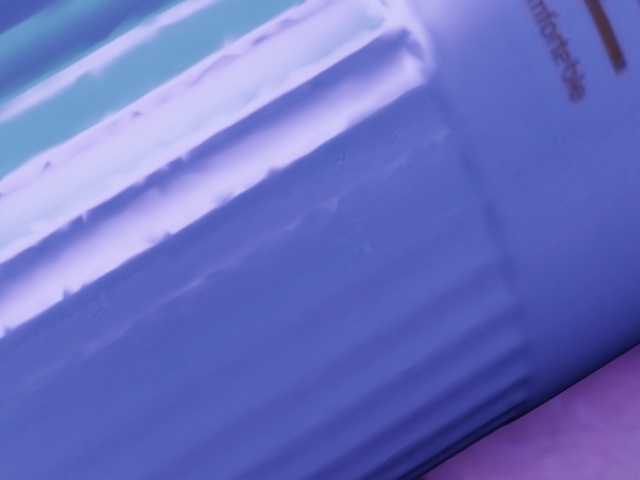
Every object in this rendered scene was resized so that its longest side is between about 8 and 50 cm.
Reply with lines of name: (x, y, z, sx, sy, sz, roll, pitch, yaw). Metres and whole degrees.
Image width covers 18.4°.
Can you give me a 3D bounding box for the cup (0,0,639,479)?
cup: (-0.009, -0.008, 0.659, 0.311, 0.331, 0.257, -31, 26, -14)
